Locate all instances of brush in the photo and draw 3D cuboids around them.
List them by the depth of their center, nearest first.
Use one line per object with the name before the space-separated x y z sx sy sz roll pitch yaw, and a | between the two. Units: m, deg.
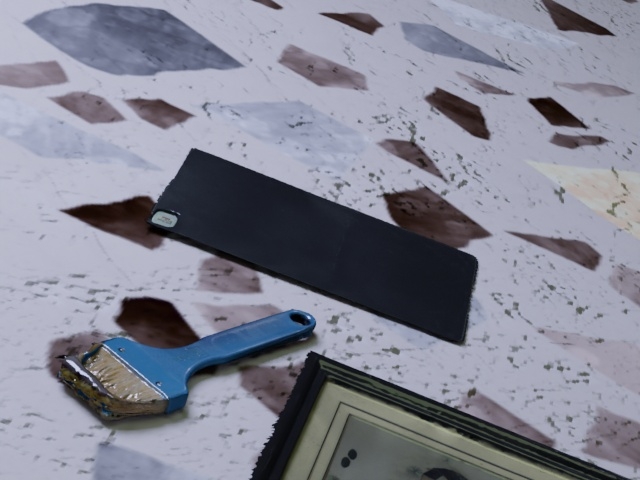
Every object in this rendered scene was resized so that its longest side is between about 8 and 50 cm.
brush | -0.057 0.056 0.786 0.051 0.014 0.164 37 30 28

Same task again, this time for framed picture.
framed picture | 0.065 0.132 0.729 0.199 0.010 0.195 22 27 3

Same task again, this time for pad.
pad | 0.000 0.000 0.936 0.193 0.004 0.116 20 27 0
